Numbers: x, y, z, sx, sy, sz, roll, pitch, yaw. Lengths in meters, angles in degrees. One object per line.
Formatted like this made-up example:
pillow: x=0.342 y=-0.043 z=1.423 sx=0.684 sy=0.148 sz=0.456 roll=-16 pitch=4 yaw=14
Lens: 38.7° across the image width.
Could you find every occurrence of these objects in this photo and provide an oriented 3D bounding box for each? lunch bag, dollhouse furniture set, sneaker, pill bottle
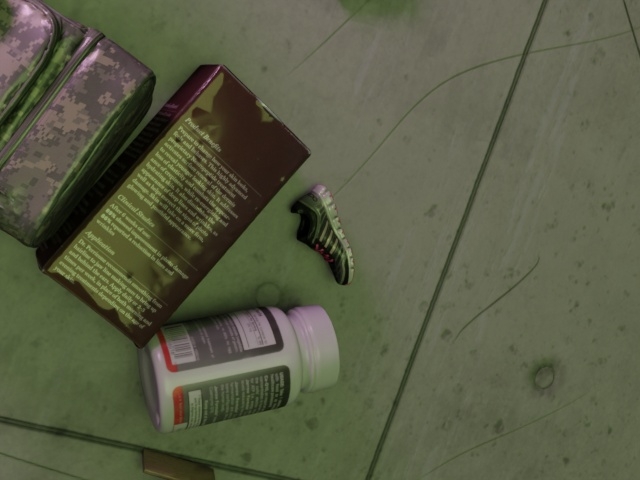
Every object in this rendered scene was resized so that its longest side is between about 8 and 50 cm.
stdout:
lunch bag: x=-0.401 y=-0.168 z=1.205 sx=0.256 sy=0.212 sz=0.305 roll=36 pitch=85 yaw=-7
dollhouse furniture set: x=-0.249 y=0.444 z=1.431 sx=0.123 sy=0.144 sz=0.151 roll=23 pitch=106 yaw=-20
sneaker: x=0.000 y=0.000 z=1.475 sx=0.074 sy=0.063 sz=0.171 roll=-23 pitch=104 yaw=-17
pill bottle: x=-0.125 y=0.190 z=1.406 sx=0.283 sy=0.161 sz=0.161 roll=-9 pitch=104 yaw=-21

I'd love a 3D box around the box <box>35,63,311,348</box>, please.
box: x=-0.217 y=-0.057 z=1.333 sx=0.191 sy=0.143 sz=0.381 roll=44 pitch=84 yaw=-23
